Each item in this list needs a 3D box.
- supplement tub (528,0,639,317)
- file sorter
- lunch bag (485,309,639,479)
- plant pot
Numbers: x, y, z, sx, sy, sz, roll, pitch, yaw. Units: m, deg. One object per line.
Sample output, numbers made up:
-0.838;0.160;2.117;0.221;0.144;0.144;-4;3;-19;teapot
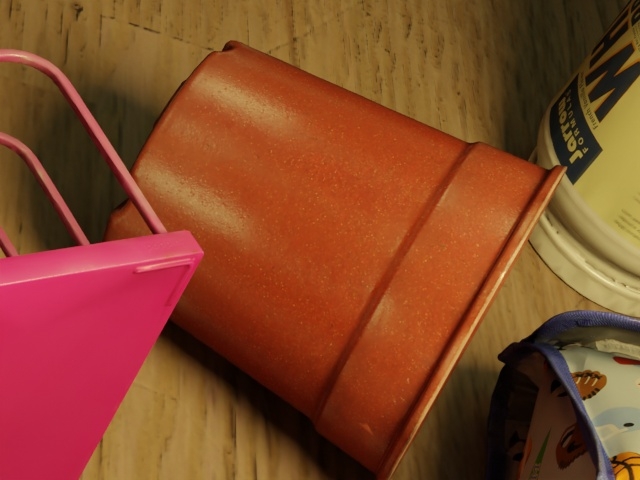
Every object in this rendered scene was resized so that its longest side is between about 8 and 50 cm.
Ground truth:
0.337;-0.105;1.574;0.235;0.325;0.235;18;44;-18;supplement tub
-0.245;0.050;1.077;0.202;0.291;0.182;-10;55;-39;file sorter
0.292;0.200;1.287;0.328;0.239;0.385;15;16;-4;lunch bag
0.000;0.000;1.321;0.265;0.272;0.272;30;41;6;plant pot
